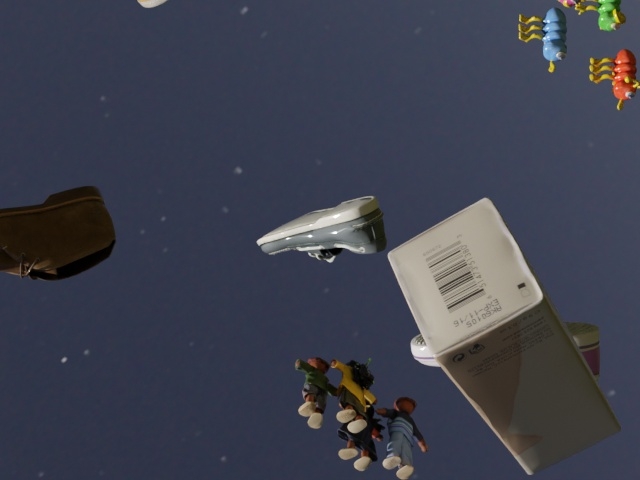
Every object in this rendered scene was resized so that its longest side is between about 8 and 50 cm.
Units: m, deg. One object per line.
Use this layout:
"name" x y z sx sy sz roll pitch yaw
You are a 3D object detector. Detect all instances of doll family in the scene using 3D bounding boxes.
"doll family" 0.051 0.197 1.274 0.193 0.076 0.111 51 -157 -24

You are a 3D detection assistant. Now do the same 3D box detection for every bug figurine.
"bug figurine" 0.423 -0.335 1.722 0.279 0.072 0.216 16 -112 -40

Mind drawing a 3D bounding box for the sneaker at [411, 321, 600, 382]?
"sneaker" 0.278 0.210 1.646 0.102 0.282 0.161 -61 -30 -74

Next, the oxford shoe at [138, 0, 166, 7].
"oxford shoe" -0.066 -0.381 1.372 0.449 0.169 0.130 -21 -69 -32

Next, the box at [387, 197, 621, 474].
"box" 0.201 0.111 1.152 0.311 0.121 0.148 51 -167 -46

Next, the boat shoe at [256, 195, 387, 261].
"boat shoe" 0.000 0.000 1.991 0.116 0.319 0.099 -33 -79 -40

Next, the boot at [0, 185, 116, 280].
"boot" -0.465 0.016 1.689 0.305 0.112 0.115 -20 -110 -19
